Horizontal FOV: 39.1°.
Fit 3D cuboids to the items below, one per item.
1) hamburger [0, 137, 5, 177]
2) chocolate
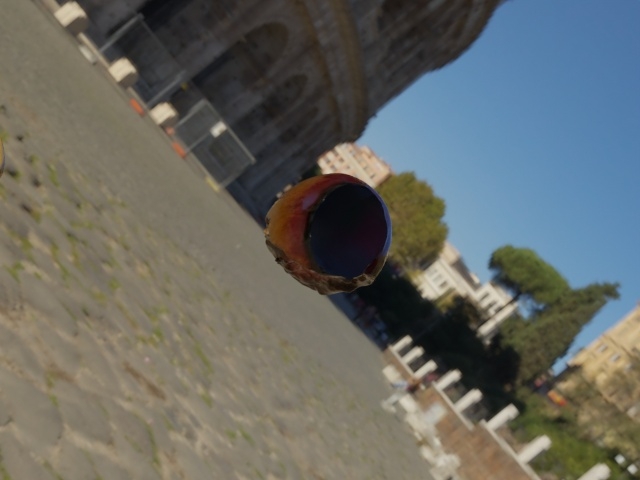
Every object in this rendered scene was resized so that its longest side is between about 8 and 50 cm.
[{"bbox_3d":[-0.401,-0.174,0.818,0.186,0.261,0.303,-10,63,-44],"label":"hamburger"},{"bbox_3d":[0.000,0.000,0.882,0.133,0.127,0.124,-7,-70,56],"label":"chocolate"}]
